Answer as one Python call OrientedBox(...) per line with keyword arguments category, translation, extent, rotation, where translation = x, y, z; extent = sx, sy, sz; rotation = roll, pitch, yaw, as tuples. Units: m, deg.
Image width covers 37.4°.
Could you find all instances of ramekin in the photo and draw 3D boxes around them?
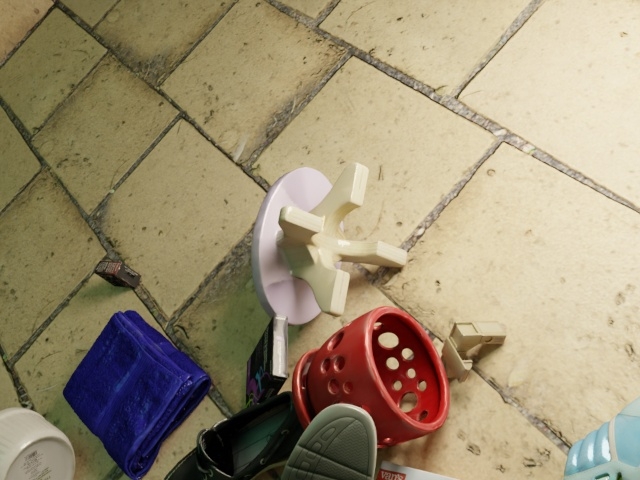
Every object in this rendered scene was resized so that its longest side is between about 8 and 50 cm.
OrientedBox(category="ramekin", translation=(-0.545, 0.418, 1.715), extent=(0.109, 0.207, 0.207), rotation=(13, 69, 35))

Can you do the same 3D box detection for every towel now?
OrientedBox(category="towel", translation=(-0.357, 0.271, 1.757), extent=(0.227, 0.076, 0.308), rotation=(-53, 42, -6))

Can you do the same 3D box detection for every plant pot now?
OrientedBox(category="plant pot", translation=(0.064, 0.212, 1.365), extent=(0.174, 0.191, 0.191), rotation=(-29, 45, 30))

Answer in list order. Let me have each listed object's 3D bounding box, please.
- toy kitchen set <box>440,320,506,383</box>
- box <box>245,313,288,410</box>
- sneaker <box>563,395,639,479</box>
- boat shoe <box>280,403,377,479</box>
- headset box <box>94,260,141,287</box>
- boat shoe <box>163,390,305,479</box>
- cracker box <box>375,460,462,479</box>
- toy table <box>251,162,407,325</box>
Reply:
OrientedBox(category="toy kitchen set", translation=(0.228, 0.171, 1.383), extent=(0.068, 0.075, 0.083), rotation=(-115, 34, -49))
OrientedBox(category="box", translation=(-0.089, 0.211, 1.550), extent=(0.162, 0.029, 0.116), rotation=(121, 155, -47))
OrientedBox(category="sneaker", translation=(0.386, 0.307, 1.058), extent=(0.208, 0.127, 0.319), rotation=(-37, 20, 15))
OrientedBox(category="boat shoe", translation=(0.003, 0.365, 1.283), extent=(0.118, 0.103, 0.320), rotation=(13, 100, 7))
OrientedBox(category="headset box", translation=(-0.420, 0.071, 1.968), extent=(0.083, 0.062, 0.032), rotation=(0, 61, 41))
OrientedBox(category="boat shoe", translation=(-0.141, 0.334, 1.504), extent=(0.340, 0.113, 0.127), rotation=(-26, 47, 23))
OrientedBox(category="cracker box", translation=(0.121, 0.425, 1.254), extent=(0.155, 0.067, 0.232), rotation=(4, 64, 41))
OrientedBox(category="toy table", translation=(0.000, 0.000, 1.558), extent=(0.161, 0.252, 0.274), rotation=(-12, 74, 52))
